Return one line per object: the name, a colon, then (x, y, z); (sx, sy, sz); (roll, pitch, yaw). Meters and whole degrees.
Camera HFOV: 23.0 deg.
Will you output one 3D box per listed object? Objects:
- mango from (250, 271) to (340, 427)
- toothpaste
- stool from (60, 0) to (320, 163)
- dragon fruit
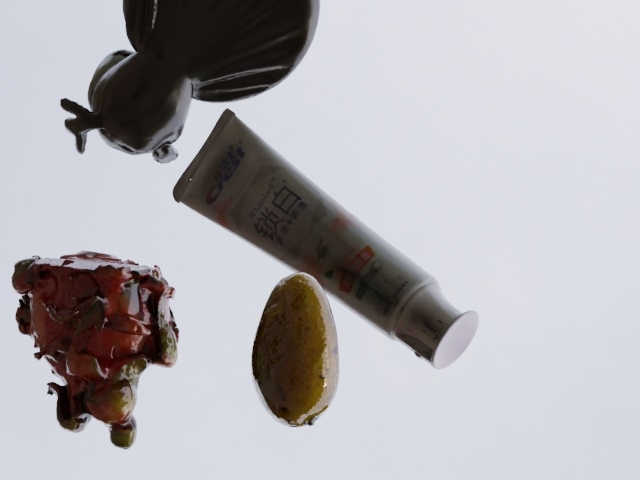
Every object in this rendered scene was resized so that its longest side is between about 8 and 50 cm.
mango: (-0.017, 0.080, 1.146); (0.079, 0.057, 0.114); (10, -82, 61)
toothpaste: (0.000, 0.000, 1.391); (0.323, 0.066, 0.100); (36, -83, 29)
stool: (-0.083, -0.140, 1.032); (0.125, 0.121, 0.217); (36, -81, -20)
dragon fruit: (-0.181, 0.079, 1.296); (0.150, 0.133, 0.207); (101, -23, -51)
